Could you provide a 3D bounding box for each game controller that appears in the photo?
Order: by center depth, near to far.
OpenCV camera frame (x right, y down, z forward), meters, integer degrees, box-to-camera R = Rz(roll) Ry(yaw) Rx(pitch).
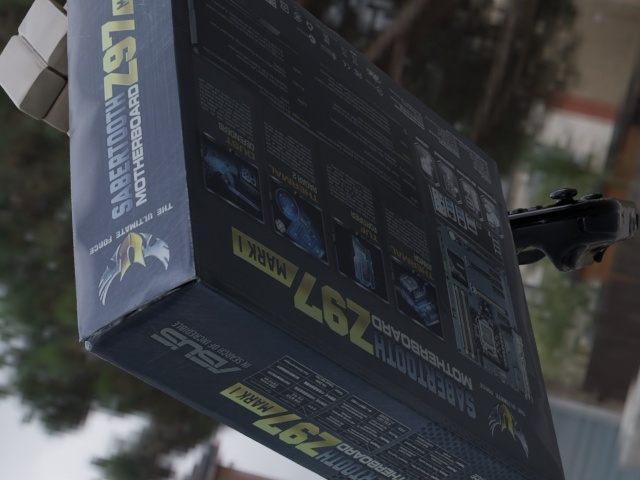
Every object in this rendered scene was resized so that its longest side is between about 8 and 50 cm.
[{"bbox_3d":[0.172,-0.007,1.562,0.319,0.166,0.067,0,-91,-77],"label":"game controller"}]

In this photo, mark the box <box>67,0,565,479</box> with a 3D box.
[{"bbox_3d":[0.000,0.000,0.750,0.233,0.059,0.183,33,-143,-42],"label":"box"}]

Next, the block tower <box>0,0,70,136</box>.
[{"bbox_3d":[-0.035,-0.050,1.199,0.091,0.335,0.097,-57,27,6],"label":"block tower"}]
